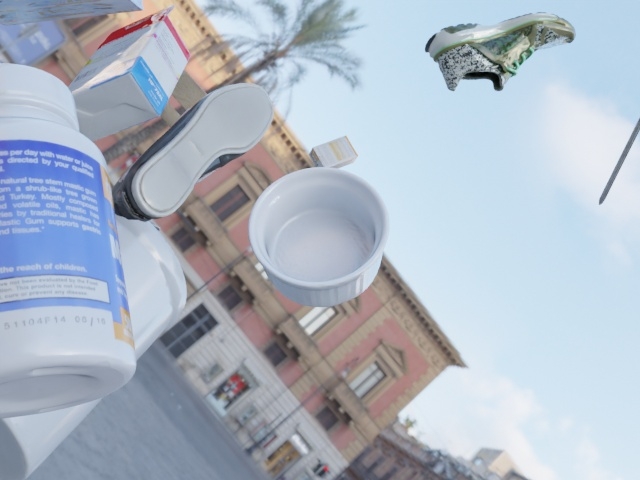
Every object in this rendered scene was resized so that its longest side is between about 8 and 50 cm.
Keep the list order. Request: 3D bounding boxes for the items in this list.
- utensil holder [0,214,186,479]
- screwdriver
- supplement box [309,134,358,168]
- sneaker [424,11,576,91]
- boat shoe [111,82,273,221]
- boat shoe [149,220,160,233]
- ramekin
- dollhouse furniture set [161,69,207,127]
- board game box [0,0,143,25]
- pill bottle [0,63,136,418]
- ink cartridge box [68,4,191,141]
[{"bbox_3d":[-0.462,0.145,1.085,0.327,0.385,0.328,15,-49,18],"label":"utensil holder"},{"bbox_3d":[0.225,-0.090,0.461,0.024,0.025,0.170,-118,-149,-41],"label":"screwdriver"},{"bbox_3d":[0.031,-0.202,1.570,0.062,0.098,0.036,61,-25,12],"label":"supplement box"},{"bbox_3d":[0.497,-0.492,1.801,0.158,0.409,0.182,98,-19,-82],"label":"sneaker"},{"bbox_3d":[-0.200,-0.147,1.032,0.095,0.335,0.112,-5,-57,40],"label":"boat shoe"},{"bbox_3d":[-0.450,-0.031,1.424,0.324,0.123,0.117,48,31,-59],"label":"boat shoe"},{"bbox_3d":[0.000,0.000,1.341,0.277,0.277,0.135,44,-19,25],"label":"ramekin"},{"bbox_3d":[-0.307,-0.268,1.493,0.123,0.144,0.151,48,-5,7],"label":"dollhouse furniture set"},{"bbox_3d":[-0.554,-0.511,1.357,0.318,0.318,0.066,-116,-162,-78],"label":"board game box"},{"bbox_3d":[-0.247,-0.005,0.550,0.152,0.152,0.272,86,-10,-67],"label":"pill bottle"},{"bbox_3d":[-0.285,-0.259,1.006,0.231,0.134,0.078,-81,149,-47],"label":"ink cartridge box"}]
